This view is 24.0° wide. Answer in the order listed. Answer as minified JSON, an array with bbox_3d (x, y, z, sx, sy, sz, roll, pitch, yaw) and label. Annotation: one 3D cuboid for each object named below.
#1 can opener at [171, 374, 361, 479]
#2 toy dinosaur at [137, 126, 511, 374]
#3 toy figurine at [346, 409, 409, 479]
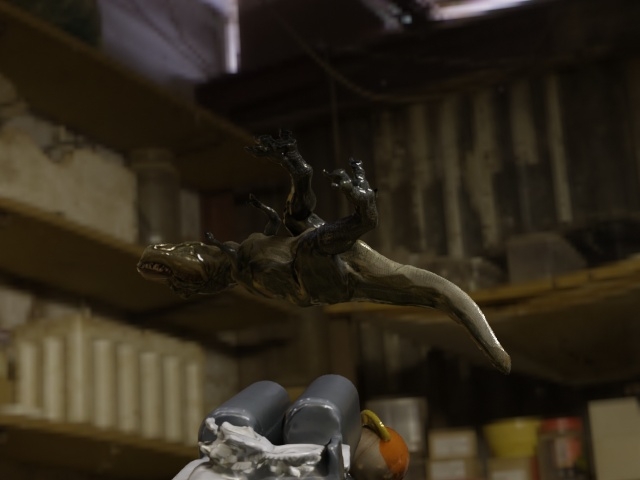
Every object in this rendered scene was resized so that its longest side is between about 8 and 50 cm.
[{"bbox_3d":[-0.021,0.110,0.680,0.074,0.093,0.280,-4,4,3],"label":"can opener"},{"bbox_3d":[0.000,0.000,0.939,0.268,0.118,0.064,11,31,32],"label":"toy dinosaur"},{"bbox_3d":[0.079,0.242,1.043,0.213,0.148,0.209,32,-20,52],"label":"toy figurine"}]
